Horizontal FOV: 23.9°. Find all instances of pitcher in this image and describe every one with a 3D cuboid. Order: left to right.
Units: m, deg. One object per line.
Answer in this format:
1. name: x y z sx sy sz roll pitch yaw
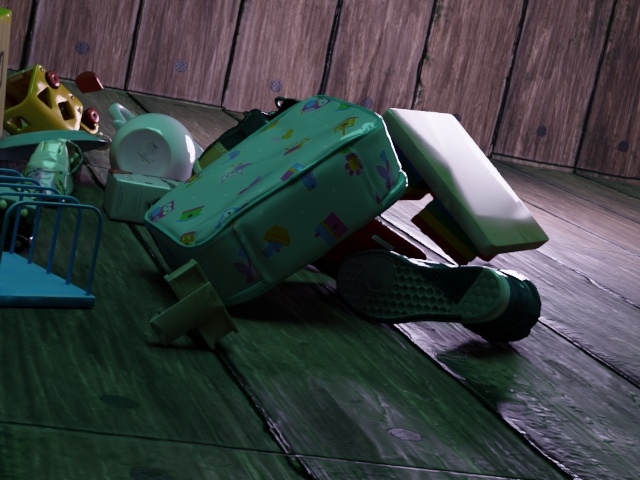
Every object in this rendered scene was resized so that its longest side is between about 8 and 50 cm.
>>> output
1. pitcher: -0.263 -0.143 2.257 0.177 0.125 0.207 38 6 1

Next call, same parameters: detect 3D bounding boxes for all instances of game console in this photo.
1. game console: 0.032 0.006 1.801 0.144 0.124 0.085 33 22 -35

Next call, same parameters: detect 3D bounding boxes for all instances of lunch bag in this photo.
1. lunch bag: -0.049 -0.049 1.686 0.279 0.108 0.224 -34 22 -15

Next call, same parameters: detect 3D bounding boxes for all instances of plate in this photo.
1. plate: -0.411 -0.145 2.250 0.188 0.024 0.188 -8 -2 0

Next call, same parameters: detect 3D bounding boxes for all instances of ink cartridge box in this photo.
1. ink cartridge box: -0.221 -0.054 2.051 0.135 0.056 0.099 9 10 -17

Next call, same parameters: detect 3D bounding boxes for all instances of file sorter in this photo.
1. file sorter: -0.312 -0.006 1.512 0.118 0.105 0.170 3 14 -42

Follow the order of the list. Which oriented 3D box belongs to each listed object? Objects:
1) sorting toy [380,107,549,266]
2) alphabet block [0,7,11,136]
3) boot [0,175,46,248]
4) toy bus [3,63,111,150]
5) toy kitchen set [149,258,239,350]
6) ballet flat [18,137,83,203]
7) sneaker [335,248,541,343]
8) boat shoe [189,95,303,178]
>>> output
1. sorting toy: 0.195 -0.068 2.251 0.255 0.089 0.257 53 22 15
2. alphabet block: -0.560 -0.231 2.136 0.192 0.197 0.193 10 21 4
3. boot: -0.402 -0.038 1.657 0.178 0.085 0.236 18 16 -6
4. toy bus: -0.430 -0.180 2.386 0.202 0.191 0.104 10 53 -8
5. toy kitchen set: -0.136 0.064 1.445 0.068 0.083 0.075 -34 23 -12
6. ballet flat: -0.367 -0.102 2.084 0.076 0.079 0.221 14 10 -2
7. sneaker: 0.144 0.065 1.741 0.226 0.086 0.163 8 -3 34
8. boat shoe: -0.026 -0.108 2.144 0.187 0.156 0.500 42 15 12
